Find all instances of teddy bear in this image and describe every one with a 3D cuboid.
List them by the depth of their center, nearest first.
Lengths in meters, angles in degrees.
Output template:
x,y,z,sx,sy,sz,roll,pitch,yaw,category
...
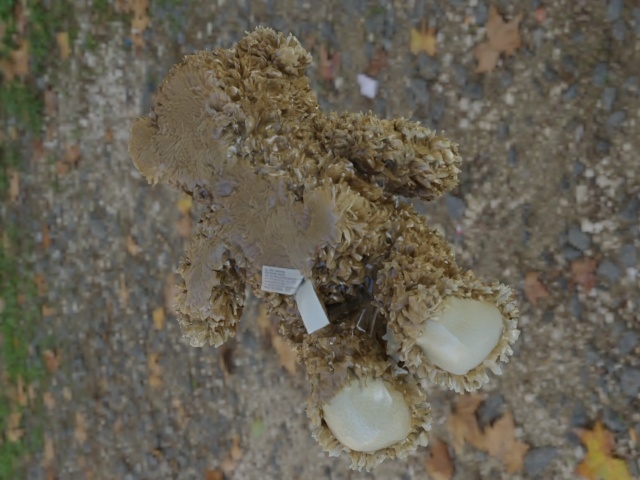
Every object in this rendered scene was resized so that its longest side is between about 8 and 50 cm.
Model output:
x,y,z,sx,sy,sz,roll,pitch,yaw,category
0.000,0.000,0.759,0.338,0.113,0.245,35,108,29,teddy bear
